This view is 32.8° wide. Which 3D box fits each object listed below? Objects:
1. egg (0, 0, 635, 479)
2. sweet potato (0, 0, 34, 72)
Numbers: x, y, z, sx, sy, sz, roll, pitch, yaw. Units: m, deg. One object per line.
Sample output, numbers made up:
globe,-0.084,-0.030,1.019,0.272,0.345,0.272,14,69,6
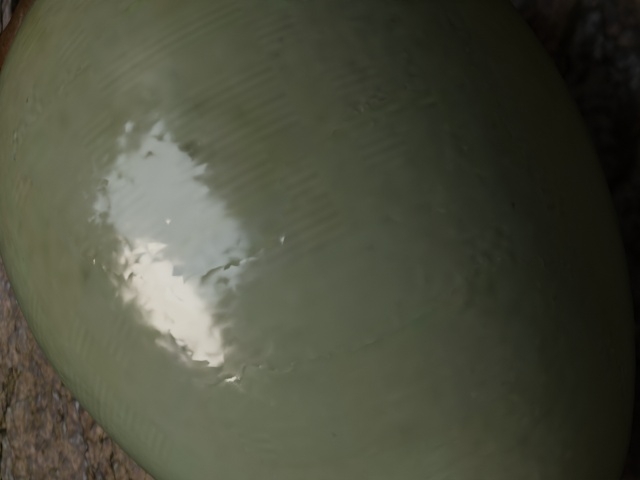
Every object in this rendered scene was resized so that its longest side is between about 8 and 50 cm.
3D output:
egg,0.000,0.000,0.410,0.218,0.218,0.295,-50,63,35
sweet potato,-0.206,-0.147,0.803,0.255,0.058,0.078,-39,41,45
